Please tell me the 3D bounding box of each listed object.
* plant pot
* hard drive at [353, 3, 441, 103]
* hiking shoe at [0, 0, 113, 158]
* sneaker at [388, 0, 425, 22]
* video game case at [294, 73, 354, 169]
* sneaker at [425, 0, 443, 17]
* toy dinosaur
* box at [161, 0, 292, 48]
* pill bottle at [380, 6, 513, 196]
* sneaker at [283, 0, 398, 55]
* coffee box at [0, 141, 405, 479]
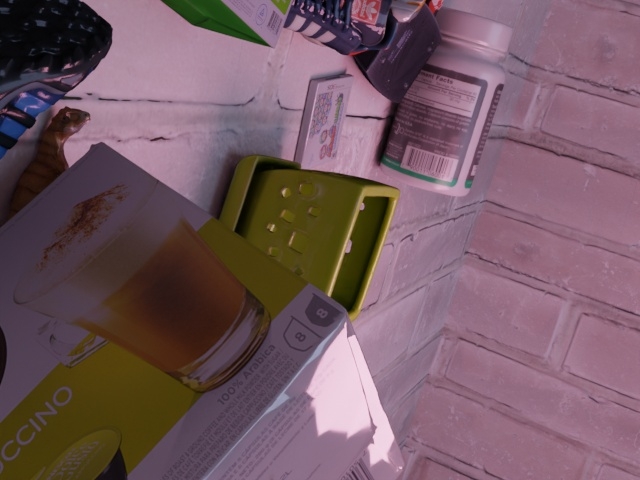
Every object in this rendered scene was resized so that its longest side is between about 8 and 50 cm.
[{"bbox_3d":[-0.030,-0.007,1.225,0.227,0.207,0.228,-71,164,8],"label":"plant pot"},{"bbox_3d":[0.143,-0.354,1.510,0.172,0.054,0.255,-57,163,8],"label":"hard drive"},{"bbox_3d":[-0.289,-0.115,0.670,0.132,0.113,0.304,-46,-174,41],"label":"hiking shoe"},{"bbox_3d":[0.118,-0.400,1.323,0.215,0.084,0.083,-93,-163,-49],"label":"sneaker"},{"bbox_3d":[0.006,-0.203,1.410,0.143,0.019,0.157,-30,137,-59],"label":"video game case"},{"bbox_3d":[0.202,-0.501,1.474,0.270,0.090,0.145,53,58,-84],"label":"sneaker"},{"bbox_3d":[-0.283,-0.031,0.813,0.112,0.064,0.211,38,68,-42],"label":"toy dinosaur"},{"bbox_3d":[-0.101,-0.356,0.832,0.231,0.127,0.262,-70,160,1],"label":"box"},{"bbox_3d":[0.268,-0.290,1.724,0.204,0.204,0.361,-15,124,-66],"label":"pill bottle"},{"bbox_3d":[0.012,-0.330,1.114,0.350,0.148,0.131,-10,119,-67],"label":"sneaker"},{"bbox_3d":[-0.168,0.183,0.769,0.337,0.334,0.338,-46,147,-17],"label":"coffee box"}]
